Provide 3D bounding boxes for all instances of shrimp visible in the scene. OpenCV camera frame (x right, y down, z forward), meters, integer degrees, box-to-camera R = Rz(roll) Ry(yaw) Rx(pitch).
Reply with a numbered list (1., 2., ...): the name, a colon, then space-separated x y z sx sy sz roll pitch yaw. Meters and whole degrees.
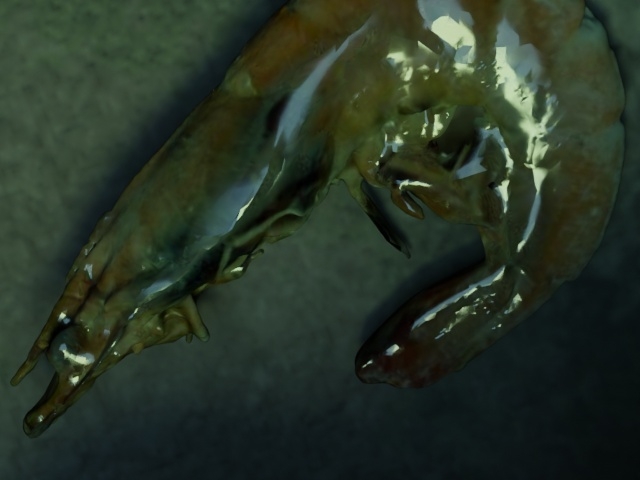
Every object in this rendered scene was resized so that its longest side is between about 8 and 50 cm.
1. shrimp: 0.000 0.000 0.695 0.251 0.052 0.143 -40 99 14
